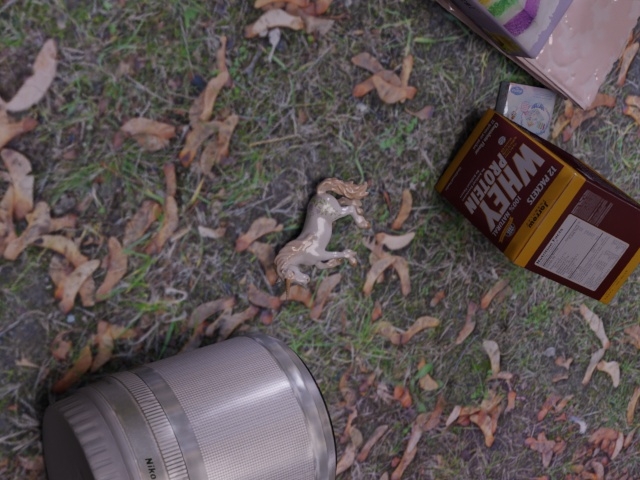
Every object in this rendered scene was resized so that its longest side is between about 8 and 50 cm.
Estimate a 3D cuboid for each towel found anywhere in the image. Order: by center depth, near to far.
[{"bbox_3d":[0.313,-0.382,1.340,0.317,0.053,0.332,31,87,-33],"label":"towel"}]

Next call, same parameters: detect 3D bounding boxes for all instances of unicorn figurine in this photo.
[{"bbox_3d":[0.000,0.000,1.269,0.111,0.060,0.162,14,81,-36],"label":"unicorn figurine"}]

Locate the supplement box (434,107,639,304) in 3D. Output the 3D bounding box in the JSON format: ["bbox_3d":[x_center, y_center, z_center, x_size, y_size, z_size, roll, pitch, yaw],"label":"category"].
[{"bbox_3d":[0.290,-0.044,1.346,0.194,0.191,0.129,22,109,-37],"label":"supplement box"}]

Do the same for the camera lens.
[{"bbox_3d":[-0.137,0.232,1.146,0.274,0.219,0.219,-14,113,-29],"label":"camera lens"}]

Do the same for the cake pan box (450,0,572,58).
[{"bbox_3d":[0.230,-0.387,1.221,0.246,0.070,0.267,37,85,-34],"label":"cake pan box"}]

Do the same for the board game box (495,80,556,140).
[{"bbox_3d":[0.272,-0.163,1.415,0.090,0.020,0.090,4,104,-34],"label":"board game box"}]
